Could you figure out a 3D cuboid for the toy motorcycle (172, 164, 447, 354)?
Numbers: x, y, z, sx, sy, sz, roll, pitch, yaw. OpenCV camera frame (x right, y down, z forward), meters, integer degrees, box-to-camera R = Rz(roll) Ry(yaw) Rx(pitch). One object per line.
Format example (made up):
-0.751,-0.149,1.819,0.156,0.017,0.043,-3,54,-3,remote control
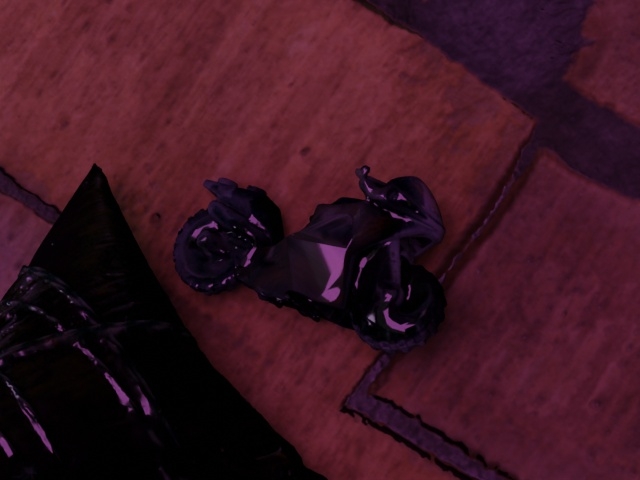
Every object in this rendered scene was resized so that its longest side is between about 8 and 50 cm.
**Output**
0.000,0.000,1.462,0.270,0.106,0.159,18,77,28,toy motorcycle

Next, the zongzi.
-0.237,0.118,1.436,0.383,0.319,0.362,-20,67,-12,zongzi
